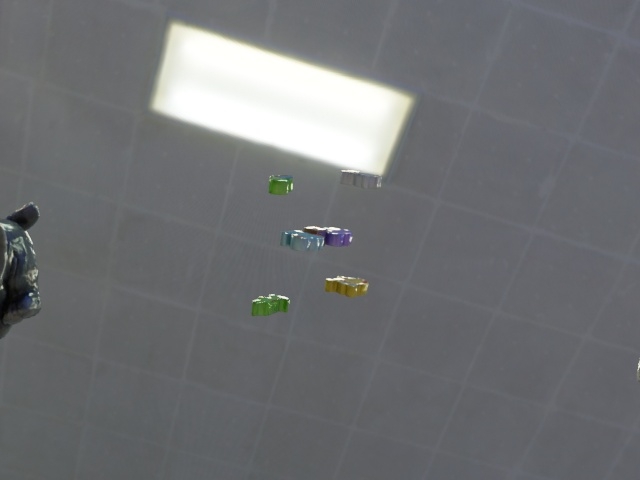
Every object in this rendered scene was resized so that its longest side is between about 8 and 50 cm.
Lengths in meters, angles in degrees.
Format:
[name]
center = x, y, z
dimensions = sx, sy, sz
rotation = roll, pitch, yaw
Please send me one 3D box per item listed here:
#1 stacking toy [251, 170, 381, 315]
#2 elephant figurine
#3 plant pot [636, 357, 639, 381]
[stacking toy]
center = 0.000, 0.000, 0.978
dimensions = 0.052, 0.221, 0.167
rotation = 14, -77, 32
[elephant figurine]
center = -0.443, 0.031, 0.928
dimensions = 0.169, 0.239, 0.186
rotation = -25, -109, 0
[plant pot]
center = 0.588, 0.108, 1.001
dimensions = 0.274, 0.256, 0.256
rotation = 18, -60, 20
